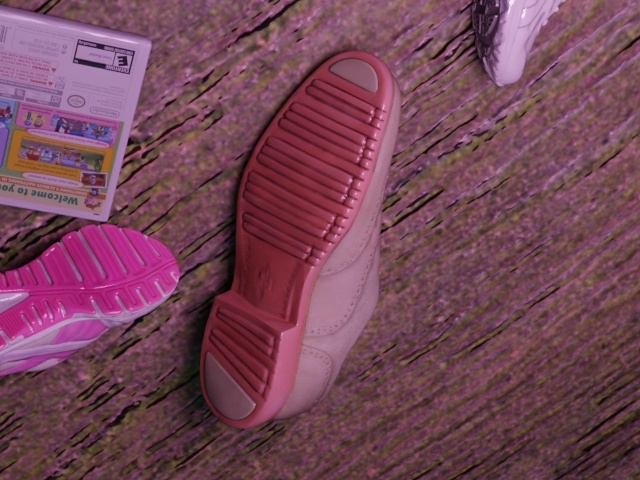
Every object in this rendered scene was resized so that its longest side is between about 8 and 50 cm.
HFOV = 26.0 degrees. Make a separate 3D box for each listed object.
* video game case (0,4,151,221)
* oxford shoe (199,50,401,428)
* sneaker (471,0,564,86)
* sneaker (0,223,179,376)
[{"bbox_3d":[-0.285,-0.123,1.313,0.212,0.023,0.193,10,114,-18],"label":"video game case"},{"bbox_3d":[0.000,0.000,1.401,0.146,0.140,0.397,2,116,-48],"label":"oxford shoe"},{"bbox_3d":[0.216,-0.253,1.317,0.115,0.090,0.232,3,117,-17],"label":"sneaker"},{"bbox_3d":[-0.263,0.065,1.380,0.252,0.103,0.111,-17,158,-18],"label":"sneaker"}]
